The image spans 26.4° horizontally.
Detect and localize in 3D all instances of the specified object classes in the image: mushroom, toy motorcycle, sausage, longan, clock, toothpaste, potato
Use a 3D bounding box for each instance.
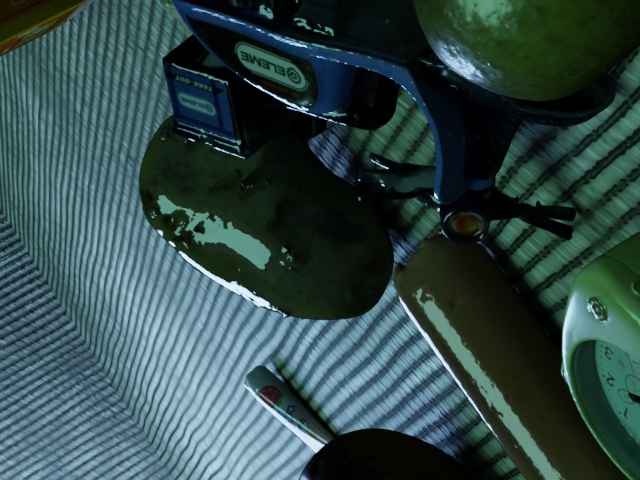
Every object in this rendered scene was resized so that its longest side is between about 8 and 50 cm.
[{"bbox_3d":[0.070,0.377,1.447,0.345,0.259,0.345,49,159,26],"label":"mushroom"},{"bbox_3d":[0.041,-0.115,0.958,0.358,0.125,0.212,22,139,31],"label":"toy motorcycle"},{"bbox_3d":[0.163,0.119,1.108,0.289,0.086,0.086,55,160,9],"label":"sausage"},{"bbox_3d":[0.132,-0.143,0.740,0.176,0.145,0.155,23,-175,-15],"label":"longan"},{"bbox_3d":[0.240,0.113,0.940,0.170,0.069,0.232,47,158,29],"label":"clock"},{"bbox_3d":[-0.027,0.242,1.822,0.194,0.043,0.067,41,151,28],"label":"toothpaste"},{"bbox_3d":[-0.052,-0.019,1.286,0.262,0.165,0.165,41,159,4],"label":"potato"}]

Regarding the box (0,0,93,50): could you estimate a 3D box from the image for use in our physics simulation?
[{"bbox_3d":[-0.441,-0.368,1.681,0.283,0.214,0.259,64,163,-10],"label":"box"}]

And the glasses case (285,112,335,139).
[{"bbox_3d":[-0.016,-0.181,1.130,0.103,0.067,0.266,51,158,19],"label":"glasses case"}]

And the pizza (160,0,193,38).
[{"bbox_3d":[-0.104,-0.187,1.389,0.262,0.034,0.181,43,156,38],"label":"pizza"}]
